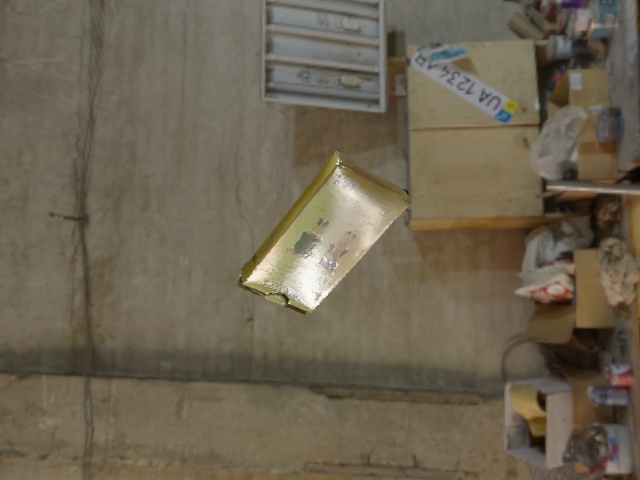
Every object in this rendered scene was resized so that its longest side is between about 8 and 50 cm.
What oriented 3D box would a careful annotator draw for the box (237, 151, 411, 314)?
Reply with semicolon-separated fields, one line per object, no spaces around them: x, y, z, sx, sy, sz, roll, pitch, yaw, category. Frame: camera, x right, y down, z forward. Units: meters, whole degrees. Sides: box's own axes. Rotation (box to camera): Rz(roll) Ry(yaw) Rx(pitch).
0.000;0.000;0.503;0.149;0.073;0.020;-49;29;28;box
